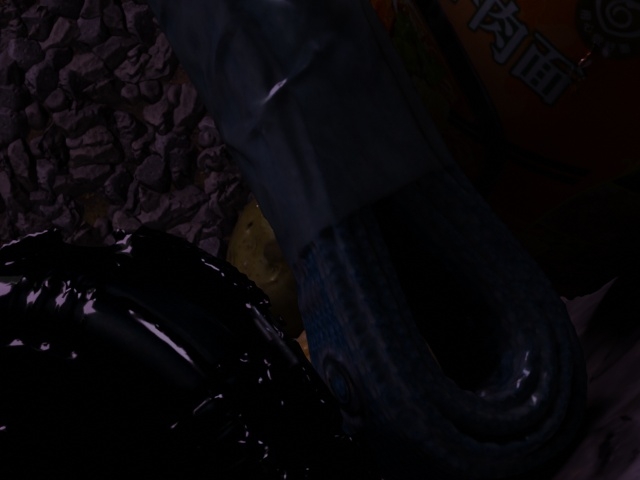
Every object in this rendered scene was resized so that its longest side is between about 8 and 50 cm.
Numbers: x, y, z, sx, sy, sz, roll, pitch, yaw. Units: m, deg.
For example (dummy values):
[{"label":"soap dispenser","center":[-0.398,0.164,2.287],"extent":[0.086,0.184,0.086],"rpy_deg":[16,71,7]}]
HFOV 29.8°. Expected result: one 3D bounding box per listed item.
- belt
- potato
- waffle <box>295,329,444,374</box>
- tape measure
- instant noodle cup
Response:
[{"label":"belt","center":[0.001,-0.051,0.442],"extent":[0.087,0.302,0.072],"rpy_deg":[-22,-6,-22]},{"label":"potato","center":[0.000,0.000,1.109],"extent":[0.169,0.143,0.248],"rpy_deg":[-27,8,27]},{"label":"waffle","center":[0.059,0.033,0.724],"extent":[0.168,0.057,0.274],"rpy_deg":[-38,4,41]},{"label":"tape measure","center":[-0.085,0.096,0.383],"extent":[0.199,0.186,0.112],"rpy_deg":[-39,-5,9]},{"label":"instant noodle cup","center":[0.118,-0.095,0.506],"extent":[0.230,0.230,0.182],"rpy_deg":[-44,-4,-47]}]
